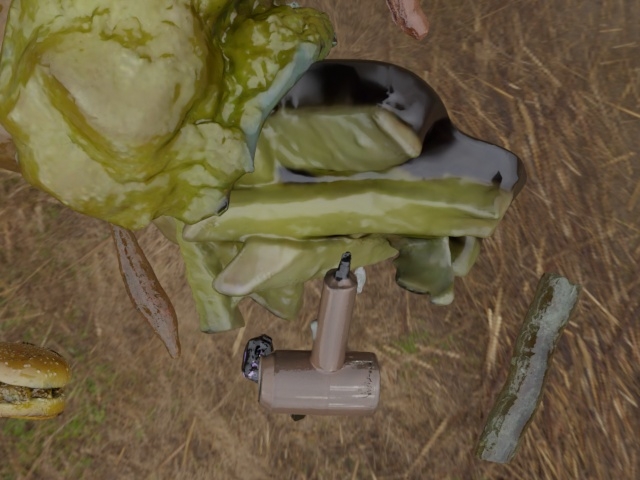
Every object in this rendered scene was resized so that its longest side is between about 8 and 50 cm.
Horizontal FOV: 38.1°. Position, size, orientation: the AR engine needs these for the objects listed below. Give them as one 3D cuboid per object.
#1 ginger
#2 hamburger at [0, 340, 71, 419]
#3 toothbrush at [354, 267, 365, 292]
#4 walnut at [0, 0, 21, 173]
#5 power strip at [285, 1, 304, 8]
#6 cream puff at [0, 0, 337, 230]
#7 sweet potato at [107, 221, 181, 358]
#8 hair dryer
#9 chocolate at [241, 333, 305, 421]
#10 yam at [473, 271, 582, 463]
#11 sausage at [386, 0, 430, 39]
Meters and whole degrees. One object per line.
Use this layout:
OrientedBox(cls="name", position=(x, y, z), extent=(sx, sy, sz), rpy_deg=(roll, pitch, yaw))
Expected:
OrientedBox(cls="ginger", position=(0.000, 0.000, 0.913), extent=(0.358, 0.413, 0.211), rpy_deg=(27, 73, -27))
OrientedBox(cls="hamburger", position=(-0.515, 0.232, 1.548), extent=(0.181, 0.191, 0.118), rpy_deg=(4, 89, 43))
OrientedBox(cls="toothbrush", position=(0.075, 0.009, 1.685), extent=(0.025, 0.307, 0.030), rpy_deg=(10, 56, 6))
OrientedBox(cls="walnut", position=(-0.398, -0.279, 1.341), extent=(0.397, 0.308, 0.354), rpy_deg=(-23, 58, 32))
OrientedBox(cls="power strip", position=(-0.028, -0.302, 1.691), extent=(0.078, 0.052, 0.272), rpy_deg=(-27, 118, -12))
OrientedBox(cls="cream puff", position=(-0.085, -0.130, 0.623), extent=(0.185, 0.282, 0.282), rpy_deg=(11, 101, 8))
OrientedBox(cls="sweet potato", position=(-0.349, 0.089, 1.804), extent=(0.066, 0.072, 0.314), rpy_deg=(-32, 87, 42))
OrientedBox(cls="hair dryer", position=(0.005, 0.087, 0.862), extent=(0.117, 0.064, 0.182), rpy_deg=(3, 123, -8))
OrientedBox(cls="chocolate", position=(-0.069, 0.217, 1.455), extent=(0.072, 0.070, 0.147), rpy_deg=(-35, 57, -22))
OrientedBox(cls="yam", position=(0.262, 0.164, 1.166), extent=(0.061, 0.061, 0.253), rpy_deg=(22, 88, -3))
OrientedBox(cls="sausage", position=(0.151, -0.546, 1.851), extent=(0.078, 0.078, 0.304), rpy_deg=(-18, 116, 4))
